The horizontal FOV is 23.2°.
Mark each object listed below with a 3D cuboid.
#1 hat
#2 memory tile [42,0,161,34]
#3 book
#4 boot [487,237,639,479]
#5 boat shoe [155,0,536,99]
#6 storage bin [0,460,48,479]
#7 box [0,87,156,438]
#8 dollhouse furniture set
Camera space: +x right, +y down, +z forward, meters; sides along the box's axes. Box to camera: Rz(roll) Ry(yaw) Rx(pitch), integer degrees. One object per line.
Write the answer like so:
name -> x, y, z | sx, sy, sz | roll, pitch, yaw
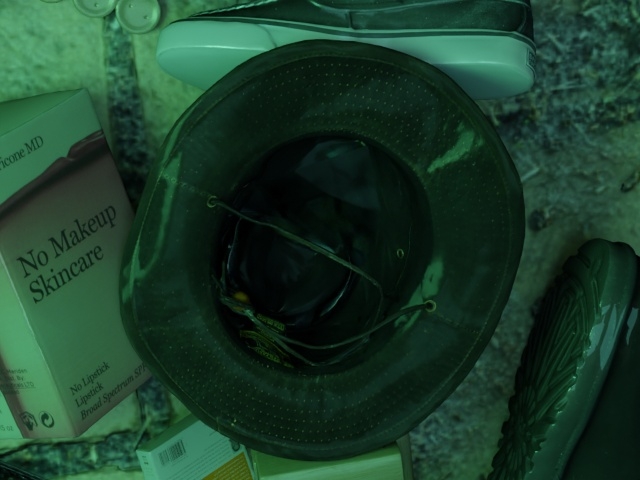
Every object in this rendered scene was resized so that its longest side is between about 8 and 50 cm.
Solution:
hat -> 0.000, 0.000, 1.247 | 0.331, 0.134, 0.331 | -1, 103, -4
memory tile -> -0.182, -0.234, 1.232 | 0.148, 0.012, 0.113 | 20, 101, -15
book -> -0.097, 0.222, 1.333 | 0.096, 0.035, 0.144 | -30, 111, -42
boot -> 0.387, 0.206, 1.372 | 0.445, 0.146, 0.367 | 13, 115, -7
boat shoe -> 0.021, -0.172, 1.243 | 0.301, 0.108, 0.102 | 0, 73, 2
storage bin -> -0.224, 0.268, 1.303 | 0.180, 0.122, 0.084 | 25, 100, -15
box -> -0.226, 0.019, 1.202 | 0.127, 0.148, 0.232 | -5, 113, 37
dollhouse furniture set -> 0.019, 0.213, 1.316 | 0.144, 0.151, 0.123 | -9, 107, -5
